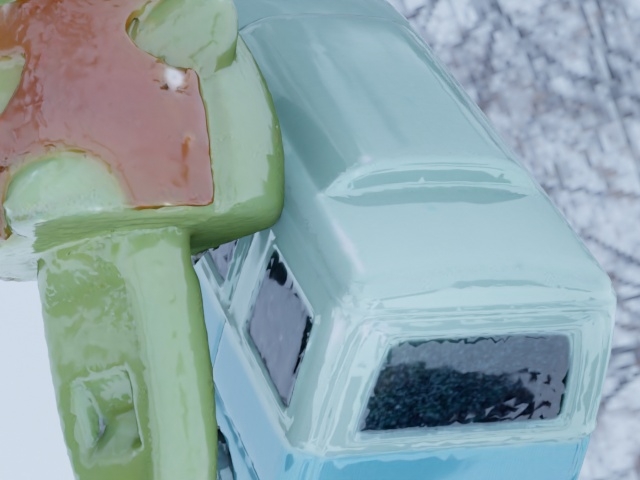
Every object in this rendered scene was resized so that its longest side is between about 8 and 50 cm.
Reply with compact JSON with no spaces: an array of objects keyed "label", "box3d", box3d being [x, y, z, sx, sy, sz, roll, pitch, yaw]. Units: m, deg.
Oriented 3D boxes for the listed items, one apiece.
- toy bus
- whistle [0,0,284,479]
[{"label":"toy bus","box3d":[0.000,0.000,0.680,0.133,0.164,0.271,-2,-145,-23]},{"label":"whistle","box3d":[-0.076,-0.042,0.572,0.106,0.131,0.288,5,-106,-49]}]
